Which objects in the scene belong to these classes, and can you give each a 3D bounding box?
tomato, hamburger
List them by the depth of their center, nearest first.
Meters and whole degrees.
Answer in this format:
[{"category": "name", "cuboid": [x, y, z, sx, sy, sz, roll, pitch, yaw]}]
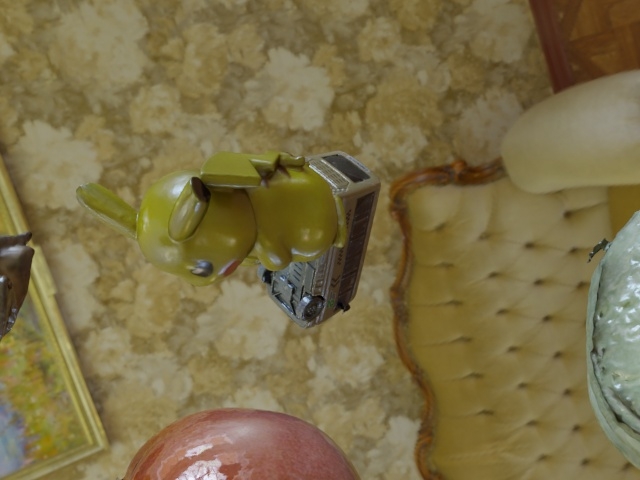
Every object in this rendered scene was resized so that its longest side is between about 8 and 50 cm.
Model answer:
[{"category": "hamburger", "cuboid": [0.176, 0.039, 0.353, 0.133, 0.140, 0.062, 15, 162, 37]}, {"category": "tomato", "cuboid": [-0.066, 0.269, 0.732, 0.256, 0.225, 0.255, 170, 90, -76]}]

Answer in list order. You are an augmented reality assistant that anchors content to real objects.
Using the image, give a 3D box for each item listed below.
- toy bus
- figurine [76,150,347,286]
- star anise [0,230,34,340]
[{"category": "toy bus", "cuboid": [0.000, 0.000, 1.440, 0.139, 0.157, 0.289, 40, 135, 36]}, {"category": "figurine", "cuboid": [-0.115, -0.033, 1.112, 0.218, 0.327, 0.169, -2, 99, 48]}, {"category": "star anise", "cuboid": [-0.422, 0.112, 0.874, 0.108, 0.315, 0.315, 56, 168, -21]}]
